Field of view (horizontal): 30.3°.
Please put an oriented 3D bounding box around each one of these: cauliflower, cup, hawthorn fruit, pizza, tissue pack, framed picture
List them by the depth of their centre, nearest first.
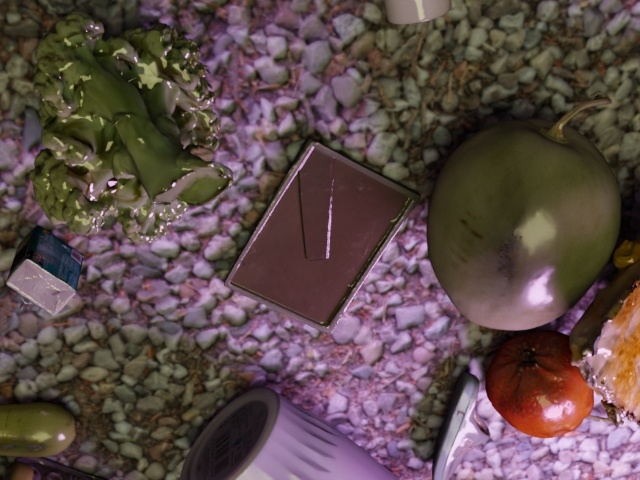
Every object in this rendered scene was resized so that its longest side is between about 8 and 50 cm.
[{"bbox_3d":[-0.246,-0.122,1.456,0.260,0.281,0.327,-25,122,9],"label":"cauliflower"},{"bbox_3d":[-0.382,0.048,1.611,0.085,0.111,0.079,37,106,-20],"label":"tissue pack"},{"bbox_3d":[0.462,0.101,1.677,0.435,0.080,0.392,-47,145,-28],"label":"pizza"},{"bbox_3d":[0.000,0.000,1.688,0.189,0.023,0.260,25,109,-18],"label":"framed picture"},{"bbox_3d":[-0.010,0.408,1.752,0.253,0.253,0.371,-41,112,12],"label":"cup"},{"bbox_3d":[0.368,0.242,1.812,0.165,0.165,0.285,-41,138,12],"label":"hawthorn fruit"}]

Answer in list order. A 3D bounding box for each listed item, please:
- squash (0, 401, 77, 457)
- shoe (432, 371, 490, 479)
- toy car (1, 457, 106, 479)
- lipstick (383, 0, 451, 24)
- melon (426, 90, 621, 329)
[{"bbox_3d":[-0.482,0.271,1.724,0.250,0.083,0.083,6,114,-7],"label":"squash"},{"bbox_3d":[0.225,0.298,1.825,0.078,0.079,0.195,12,108,2],"label":"shoe"},{"bbox_3d":[-0.392,0.492,1.694,0.242,0.336,0.226,24,111,-18],"label":"toy car"},{"bbox_3d":[0.094,-0.437,1.459,0.087,0.087,0.327,-14,116,-1],"label":"lipstick"},{"bbox_3d":[0.272,-0.023,1.588,0.271,0.272,0.308,-12,119,-2],"label":"melon"}]
